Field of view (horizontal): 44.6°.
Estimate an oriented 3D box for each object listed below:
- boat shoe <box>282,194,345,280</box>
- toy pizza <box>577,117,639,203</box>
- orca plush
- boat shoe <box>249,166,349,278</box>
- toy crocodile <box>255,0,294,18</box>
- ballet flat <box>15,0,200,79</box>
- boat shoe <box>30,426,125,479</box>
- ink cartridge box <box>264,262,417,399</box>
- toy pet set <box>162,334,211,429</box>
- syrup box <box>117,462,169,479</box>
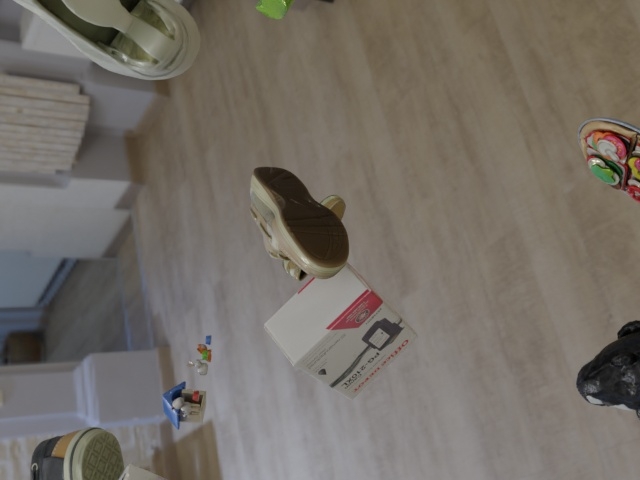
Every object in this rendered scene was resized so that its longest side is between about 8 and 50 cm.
[{"bbox_3d":[0.000,0.000,1.574,0.190,0.068,0.072,-59,37,9],"label":"boat shoe"},{"bbox_3d":[0.487,-0.115,1.230,0.032,0.201,0.201,-48,37,-8],"label":"toy pizza"},{"bbox_3d":[0.467,0.188,1.101,0.287,0.102,0.151,-7,79,56],"label":"orca plush"},{"bbox_3d":[-0.044,-0.016,1.279,0.302,0.109,0.098,52,133,49],"label":"boat shoe"},{"bbox_3d":[-0.155,-0.320,0.712,0.105,0.340,0.115,-14,57,65],"label":"toy crocodile"},{"bbox_3d":[-0.275,-0.297,1.052,0.139,0.400,0.139,-7,76,28],"label":"ballet flat"},{"bbox_3d":[-0.456,0.604,1.493,0.156,0.187,0.500,-4,94,22],"label":"boat shoe"},{"bbox_3d":[0.042,0.153,1.316,0.172,0.237,0.100,-44,55,2],"label":"ink cartridge box"},{"bbox_3d":[-0.207,0.221,1.186,0.122,0.065,0.114,-84,1,-50],"label":"toy pet set"},{"bbox_3d":[-0.230,0.365,0.865,0.237,0.096,0.093,-54,12,30],"label":"syrup box"}]
